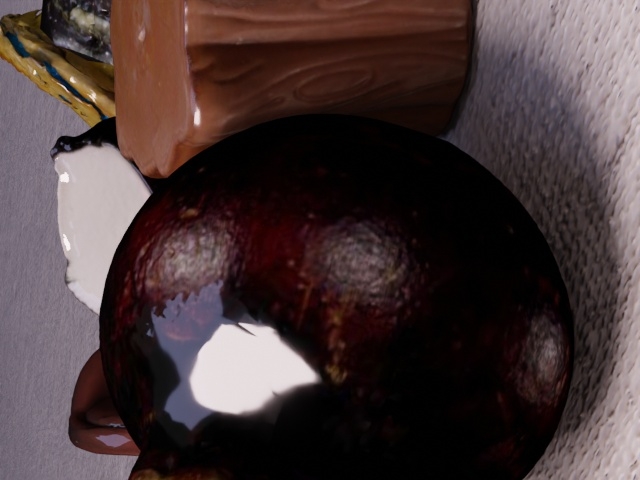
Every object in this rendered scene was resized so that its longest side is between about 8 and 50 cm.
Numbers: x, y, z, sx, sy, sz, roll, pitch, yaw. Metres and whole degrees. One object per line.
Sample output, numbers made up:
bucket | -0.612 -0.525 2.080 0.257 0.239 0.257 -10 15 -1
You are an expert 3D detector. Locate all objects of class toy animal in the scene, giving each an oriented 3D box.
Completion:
toy animal | -0.100 -0.033 1.237 0.165 0.235 0.187 13 115 32

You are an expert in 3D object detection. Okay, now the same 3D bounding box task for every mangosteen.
mangosteen | -0.006 0.072 0.887 0.297 0.313 0.296 29 138 31

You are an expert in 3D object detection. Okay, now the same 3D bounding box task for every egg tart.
egg tart | -0.239 -0.188 1.600 0.107 0.291 0.291 -53 29 2

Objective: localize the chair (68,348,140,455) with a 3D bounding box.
chair | -0.128 0.286 1.386 0.226 0.227 0.400 -178 84 -69

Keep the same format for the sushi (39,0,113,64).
sushi | -0.104 -0.240 1.219 0.227 0.216 0.212 -140 55 -65

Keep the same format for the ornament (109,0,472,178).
ornament | -0.023 -0.144 1.029 0.221 0.218 0.235 105 151 -41
